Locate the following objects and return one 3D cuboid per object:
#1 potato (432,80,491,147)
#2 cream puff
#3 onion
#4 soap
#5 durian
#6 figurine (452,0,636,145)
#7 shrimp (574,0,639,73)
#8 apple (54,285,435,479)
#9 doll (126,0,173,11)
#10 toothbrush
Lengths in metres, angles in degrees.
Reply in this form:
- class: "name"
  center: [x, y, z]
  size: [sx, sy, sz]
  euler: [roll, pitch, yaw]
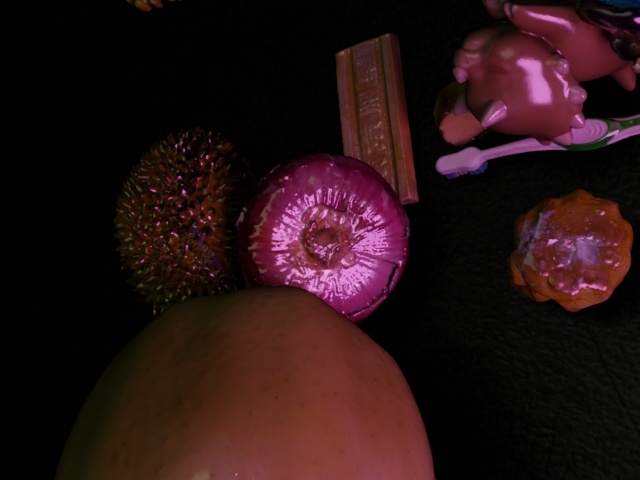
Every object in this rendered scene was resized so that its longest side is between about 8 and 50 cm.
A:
- class: "potato"
  center: [0.183, -0.176, 1.403]
  size: [0.096, 0.103, 0.066]
  euler: [-37, 63, 19]
- class: "cream puff"
  center: [0.287, 0.018, 1.284]
  size: [0.146, 0.116, 0.146]
  euler: [-1, 77, 3]
- class: "onion"
  center: [0.000, 0.000, 1.424]
  size: [0.230, 0.163, 0.230]
  euler: [0, 91, -7]
- class: "soap"
  center: [0.075, -0.160, 1.511]
  size: [0.092, 0.037, 0.252]
  euler: [-16, 69, 28]
- class: "durian"
  center: [-0.169, -0.024, 1.519]
  size: [0.258, 0.258, 0.293]
  euler: [-17, 64, 30]
- class: "figurine"
  center: [0.274, -0.197, 1.295]
  size: [0.177, 0.247, 0.173]
  euler: [27, 120, 50]
- class: "shrimp"
  center: [0.486, -0.211, 1.134]
  size: [0.446, 0.110, 0.221]
  euler: [14, 92, 10]
- class: "apple"
  center: [-0.082, 0.288, 1.260]
  size: [0.474, 0.473, 0.473]
  euler: [-9, 72, 32]
- class: "doll"
  center: [-0.269, -0.546, 1.806]
  size: [0.341, 0.099, 0.346]
  euler: [-7, 71, 30]
- class: "toothbrush"
  center: [0.331, -0.132, 1.329]
  size: [0.418, 0.040, 0.042]
  euler: [-13, 68, 31]
